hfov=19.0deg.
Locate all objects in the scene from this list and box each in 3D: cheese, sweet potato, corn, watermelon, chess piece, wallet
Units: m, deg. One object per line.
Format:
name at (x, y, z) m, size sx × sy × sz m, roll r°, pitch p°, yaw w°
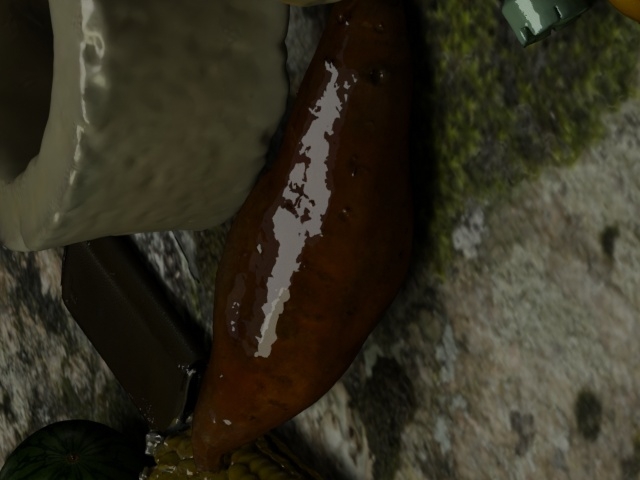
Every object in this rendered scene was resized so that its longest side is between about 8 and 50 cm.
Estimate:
cheese at (-0.151, -0.166, 1.270) m, size 0.332 × 0.153 × 0.292 m, roll 67°, pitch 150°, yaw 26°
sweet potato at (-0.001, 0.005, 1.189) m, size 0.112 × 0.112 × 0.359 m, roll 45°, pitch 119°, yaw 39°
corn at (-0.018, 0.219, 1.314) m, size 0.318 × 0.115 × 0.115 m, roll 34°, pitch 131°, yaw 46°
watermelon at (-0.205, 0.235, 1.582) m, size 0.141 × 0.140 × 0.187 m, roll 50°, pitch 145°, yaw 33°
chess piece at (0.099, -0.156, 1.007) m, size 0.103 × 0.067 × 0.067 m, roll 60°, pitch 147°, yaw 3°
wallet at (-0.149, 0.069, 1.521) m, size 0.198 × 0.031 × 0.110 m, roll 50°, pitch 142°, yaw 35°

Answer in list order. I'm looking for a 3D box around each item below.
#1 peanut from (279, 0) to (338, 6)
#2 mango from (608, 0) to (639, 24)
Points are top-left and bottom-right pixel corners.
peanut at (-0.040, -0.272, 1.107) m, size 0.290 × 0.130 × 0.130 m, roll 64°, pitch 147°, yaw 16°
mango at (0.162, -0.182, 0.891) m, size 0.101 × 0.066 × 0.187 m, roll 13°, pitch 109°, yaw 64°
